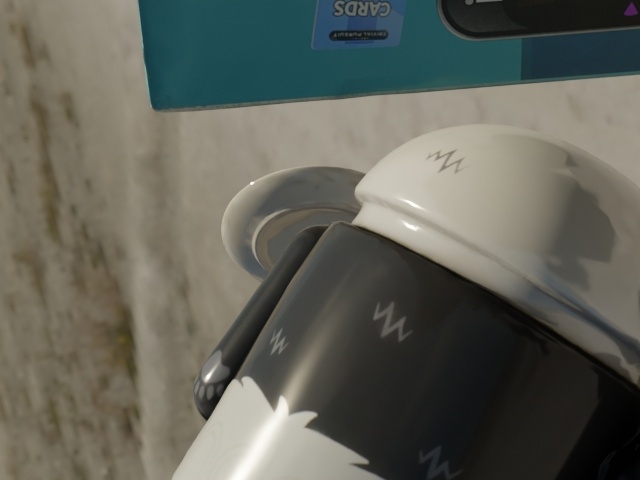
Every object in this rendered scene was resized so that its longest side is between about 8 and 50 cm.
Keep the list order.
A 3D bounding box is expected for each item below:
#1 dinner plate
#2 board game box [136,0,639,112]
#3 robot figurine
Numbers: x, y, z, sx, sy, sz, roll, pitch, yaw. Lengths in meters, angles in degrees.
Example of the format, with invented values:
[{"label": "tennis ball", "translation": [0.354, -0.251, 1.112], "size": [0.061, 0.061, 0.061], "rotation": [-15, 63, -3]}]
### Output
[{"label": "dinner plate", "translation": [0.000, 0.000, 1.196], "size": [0.141, 0.141, 0.017], "rotation": [90, 180, -50]}, {"label": "board game box", "translation": [0.103, -0.152, 0.597], "size": [0.254, 0.336, 0.079], "rotation": [-98, 4, -54]}, {"label": "robot figurine", "translation": [0.047, 0.086, 0.722], "size": [0.209, 0.278, 0.173], "rotation": [31, 176, 2]}]
